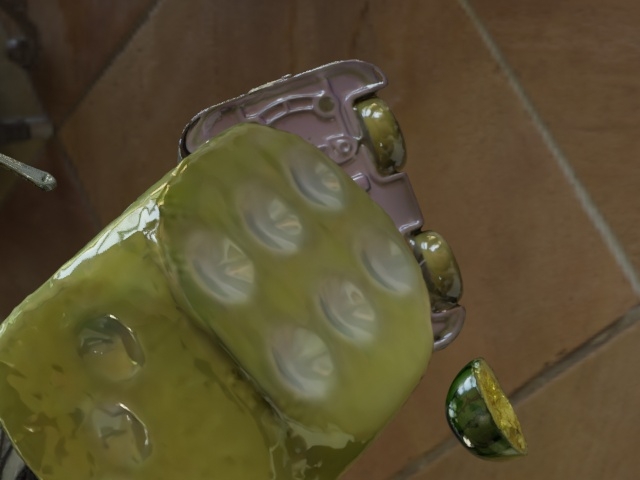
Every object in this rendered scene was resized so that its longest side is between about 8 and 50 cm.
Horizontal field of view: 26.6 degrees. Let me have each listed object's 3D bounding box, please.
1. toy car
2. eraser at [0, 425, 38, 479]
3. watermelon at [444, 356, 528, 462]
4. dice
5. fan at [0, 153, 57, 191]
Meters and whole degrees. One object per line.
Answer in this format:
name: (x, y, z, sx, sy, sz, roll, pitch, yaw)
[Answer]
toy car: (0.000, 0.000, 1.508, 0.226, 0.242, 0.336, 117, 131, -77)
eraser: (-0.320, 0.131, 0.986, 0.290, 0.171, 0.087, 6, 73, 41)
watermelon: (0.154, 0.169, 1.288, 0.062, 0.105, 0.105, -30, 74, 12)
dice: (-0.056, 0.055, 0.710, 0.166, 0.169, 0.169, 48, 129, -5)
fan: (-0.274, -0.083, 0.894, 0.220, 0.132, 0.009, 25, 123, 0)
